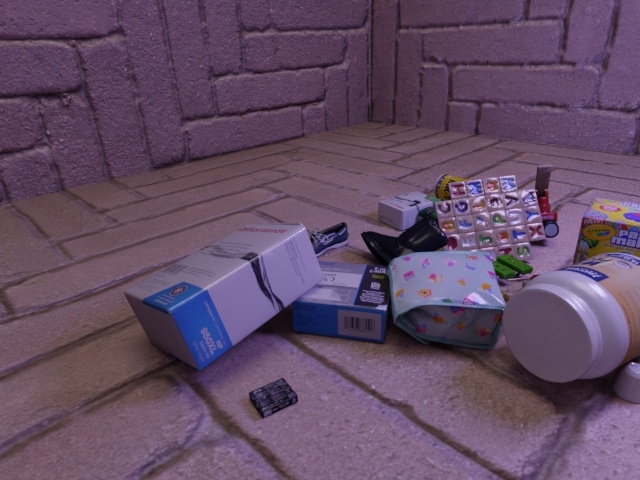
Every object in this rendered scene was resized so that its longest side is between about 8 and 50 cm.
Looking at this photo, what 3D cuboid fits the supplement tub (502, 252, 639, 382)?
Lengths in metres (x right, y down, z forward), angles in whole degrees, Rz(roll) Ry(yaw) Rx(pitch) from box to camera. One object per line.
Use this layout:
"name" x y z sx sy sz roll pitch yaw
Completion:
"supplement tub" 0.575 0.161 0.972 0.316 0.228 0.228 -11 25 -30

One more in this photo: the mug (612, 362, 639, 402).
"mug" 0.642 0.282 0.920 0.078 0.064 0.062 -16 27 -28

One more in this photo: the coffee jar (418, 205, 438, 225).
"coffee jar" 0.461 -0.067 1.696 0.096 0.079 0.184 -15 28 -26

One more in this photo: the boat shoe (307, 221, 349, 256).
"boat shoe" 0.000 0.000 1.591 0.254 0.079 0.095 -18 29 -31

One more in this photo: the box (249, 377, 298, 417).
"box" -0.099 0.328 0.946 0.083 0.018 0.067 -17 28 -28

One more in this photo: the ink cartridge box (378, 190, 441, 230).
"ink cartridge box" 0.357 -0.123 1.819 0.208 0.087 0.153 -17 28 -28

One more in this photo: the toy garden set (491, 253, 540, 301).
"toy garden set" 0.520 0.121 1.316 0.244 0.049 0.204 -11 24 -19

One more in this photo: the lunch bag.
"lunch bag" 0.300 0.137 1.125 0.262 0.160 0.223 3 38 3

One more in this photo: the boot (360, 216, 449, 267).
"boot" 0.271 -0.004 1.466 0.207 0.094 0.246 -35 37 -6

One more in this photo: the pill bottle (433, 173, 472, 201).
"pill bottle" 0.606 -0.212 1.953 0.119 0.119 0.208 -18 28 -30

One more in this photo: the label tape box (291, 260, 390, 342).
"label tape box" 0.082 0.133 1.258 0.240 0.106 0.334 4 25 14

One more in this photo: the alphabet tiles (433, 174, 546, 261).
"alphabet tiles" 0.550 -0.064 1.464 0.342 0.285 0.011 -8 -8 -3

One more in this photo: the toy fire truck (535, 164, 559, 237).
"toy fire truck" 0.708 -0.129 1.560 0.217 0.246 0.158 -3 4 -1

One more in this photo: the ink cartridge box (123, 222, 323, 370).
"ink cartridge box" -0.233 0.111 1.130 0.395 0.166 0.285 -34 24 -34

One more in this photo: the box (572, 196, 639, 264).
"box" 0.800 0.067 1.123 0.290 0.279 0.177 15 29 34
